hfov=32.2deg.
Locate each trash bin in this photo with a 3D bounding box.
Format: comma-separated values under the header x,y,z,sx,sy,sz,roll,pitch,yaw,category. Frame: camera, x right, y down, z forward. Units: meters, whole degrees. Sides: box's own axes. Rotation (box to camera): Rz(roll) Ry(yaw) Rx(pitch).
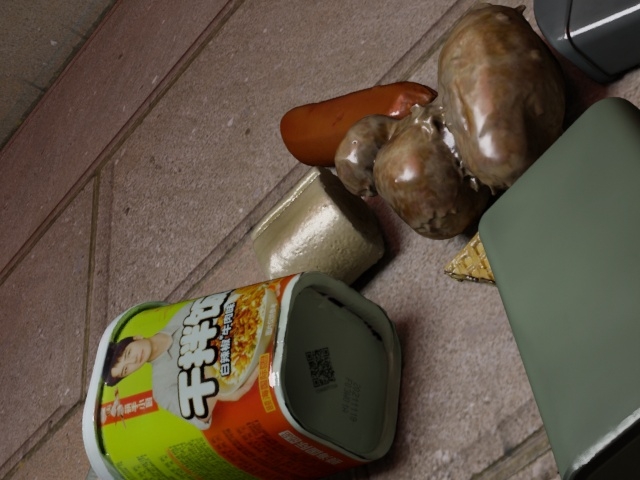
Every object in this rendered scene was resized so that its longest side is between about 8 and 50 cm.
x,y,z,sx,sy,sz,roll,pitch,yaw,category
0.344,-0.279,1.192,0.236,0.101,0.176,-19,49,47,trash bin
0.278,0.048,0.961,0.223,0.158,0.343,-47,32,24,trash bin

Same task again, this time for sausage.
x,y,z,sx,sy,sz,roll,pitch,yaw,category
0.049,-0.154,1.541,0.348,0.097,0.094,-7,53,56,sausage

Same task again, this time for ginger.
x,y,z,sx,sy,sz,roll,pitch,yaw,category
0.151,-0.120,1.290,0.304,0.155,0.244,-38,52,26,ginger

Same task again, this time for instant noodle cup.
x,y,z,sx,sy,sz,roll,pitch,yaw,category
-0.082,0.179,1.328,0.308,0.294,0.294,-22,48,39,instant noodle cup

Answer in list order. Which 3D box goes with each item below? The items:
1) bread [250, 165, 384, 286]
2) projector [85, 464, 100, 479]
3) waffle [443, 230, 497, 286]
x,y,z,sx,sy,sz,roll,pitch,yaw,category
0.000,0.000,1.454,0.141,0.134,0.148,-44,46,20,bread
-0.279,0.308,1.653,0.108,0.108,0.337,-10,57,54,projector
0.194,0.044,1.228,0.097,0.023,0.152,-52,32,19,waffle
